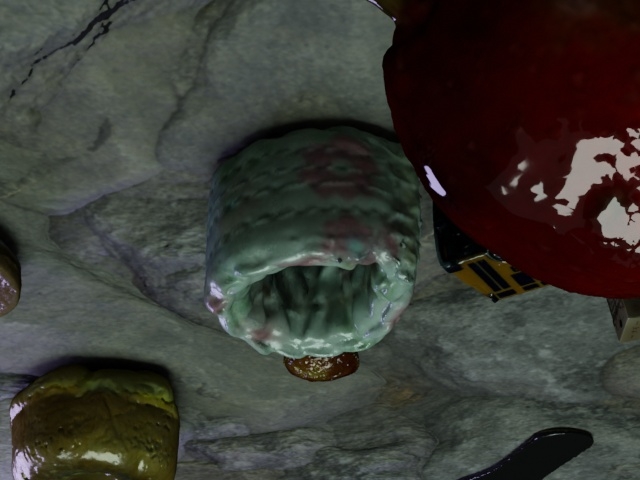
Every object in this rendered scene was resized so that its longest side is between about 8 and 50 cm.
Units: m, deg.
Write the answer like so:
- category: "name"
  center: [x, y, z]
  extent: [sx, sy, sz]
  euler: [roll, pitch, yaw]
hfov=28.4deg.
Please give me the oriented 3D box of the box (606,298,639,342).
- category: "box"
  center: [0.300, 0.052, 1.252]
  extent: [0.024, 0.083, 0.053]
  euler: [-7, 148, -1]

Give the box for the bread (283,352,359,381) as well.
- category: "bread"
  center: [0.002, 0.129, 1.405]
  extent: [0.085, 0.053, 0.085]
  euler: [0, 149, 0]

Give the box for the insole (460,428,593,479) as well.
- category: "insole"
  center: [0.265, 0.331, 1.782]
  extent: [0.119, 0.009, 0.348]
  euler: [11, 147, -20]

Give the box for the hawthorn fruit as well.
- category: "hawthorn fruit"
  center: [0.169, -0.106, 0.845]
  extent: [0.307, 0.265, 0.265]
  euler: [30, 141, -12]

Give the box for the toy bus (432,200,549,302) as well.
- category: "toy bus"
  center: [0.209, -0.023, 1.118]
  extent: [0.201, 0.098, 0.114]
  euler: [-19, 144, 26]

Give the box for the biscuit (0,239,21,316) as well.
- category: "biscuit"
  center: [-0.385, 0.022, 1.230]
  extent: [0.181, 0.049, 0.208]
  euler: [-9, 148, 14]

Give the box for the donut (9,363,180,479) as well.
- category: "donut"
  center: [-0.274, 0.252, 1.534]
  extent: [0.208, 0.128, 0.261]
  euler: [1, 147, -2]

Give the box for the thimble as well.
- category: "thimble"
  center: [0.000, 0.000, 1.106]
  extent: [0.211, 0.149, 0.185]
  euler: [-24, 139, 33]
